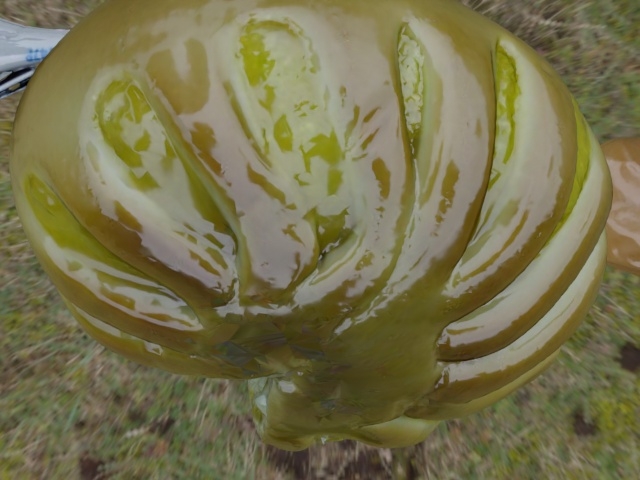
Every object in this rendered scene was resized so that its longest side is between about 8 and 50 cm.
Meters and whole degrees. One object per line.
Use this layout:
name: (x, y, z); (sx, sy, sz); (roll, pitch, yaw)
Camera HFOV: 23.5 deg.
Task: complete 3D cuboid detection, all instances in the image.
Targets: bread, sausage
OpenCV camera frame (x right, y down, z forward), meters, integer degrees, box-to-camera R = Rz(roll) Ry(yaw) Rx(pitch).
bread: (0.000, 0.000, 0.791); (0.332, 0.333, 0.160); (5, 56, 0)
sausage: (0.337, -0.013, 1.417); (0.241, 0.120, 0.136); (25, 127, 2)

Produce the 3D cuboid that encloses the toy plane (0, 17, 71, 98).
toy plane: (-0.210, -0.118, 0.943); (0.273, 0.182, 0.107); (2, 111, 33)
